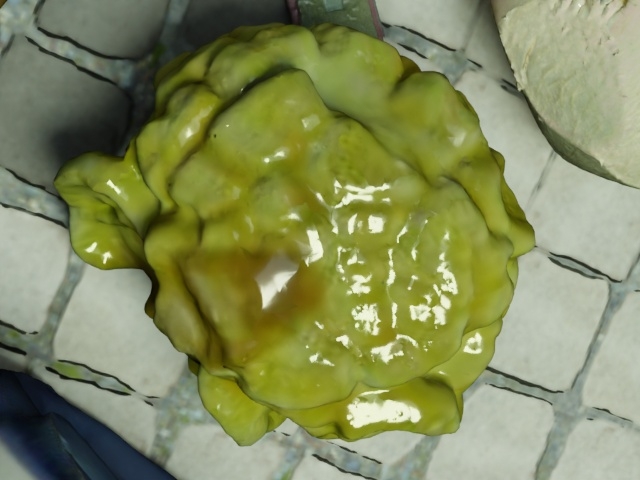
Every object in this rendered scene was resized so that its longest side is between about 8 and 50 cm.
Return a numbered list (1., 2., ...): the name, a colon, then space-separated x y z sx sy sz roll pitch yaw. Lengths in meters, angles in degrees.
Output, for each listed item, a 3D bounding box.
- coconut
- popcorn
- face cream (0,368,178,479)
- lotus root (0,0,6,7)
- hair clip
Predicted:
1. coconut: 0.201 -0.124 0.701 0.224 0.224 0.234 28 125 -20
2. popcorn: -0.011 0.004 0.669 0.216 0.181 0.235 -21 100 -11
3. face cream: -0.141 0.215 0.628 0.225 0.249 0.249 -47 109 -5
4. lotus root: -0.271 -0.216 0.501 0.390 0.111 0.375 -2 126 -30
5. hair clip: 0.003 -0.165 0.727 0.054 0.022 0.137 -14 103 -16
